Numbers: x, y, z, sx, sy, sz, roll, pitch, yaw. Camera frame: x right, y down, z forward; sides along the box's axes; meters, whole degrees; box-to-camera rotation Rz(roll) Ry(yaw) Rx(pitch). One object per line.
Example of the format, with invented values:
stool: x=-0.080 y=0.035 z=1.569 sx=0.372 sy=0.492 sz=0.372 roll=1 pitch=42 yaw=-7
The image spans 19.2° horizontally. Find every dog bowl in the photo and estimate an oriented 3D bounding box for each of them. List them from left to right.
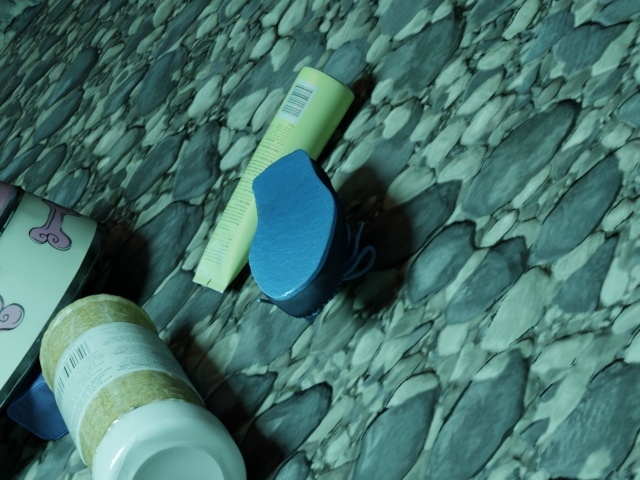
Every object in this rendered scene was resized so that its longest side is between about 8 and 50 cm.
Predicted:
dog bowl: x=-0.409 y=0.106 z=2.058 sx=0.408 sy=0.150 sz=0.408 roll=-50 pitch=12 yaw=15

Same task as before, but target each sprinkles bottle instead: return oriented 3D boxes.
sprinkles bottle: x=-0.165 y=0.153 z=1.672 sx=0.121 sy=0.121 sz=0.355 roll=-50 pitch=23 yaw=2

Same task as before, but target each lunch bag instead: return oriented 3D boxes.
lunch bag: x=-0.266 y=0.149 z=1.930 sx=0.098 sy=0.067 sz=0.065 roll=-34 pitch=28 yaw=35

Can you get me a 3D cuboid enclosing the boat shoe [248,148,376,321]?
boat shoe: x=0.000 y=0.000 z=1.654 sx=0.109 sy=0.089 sz=0.258 roll=-29 pitch=24 yaw=16

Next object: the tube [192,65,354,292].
tube: x=-0.051 y=-0.056 z=1.867 sx=0.240 sy=0.062 sz=0.070 roll=-59 pitch=-20 yaw=-7
